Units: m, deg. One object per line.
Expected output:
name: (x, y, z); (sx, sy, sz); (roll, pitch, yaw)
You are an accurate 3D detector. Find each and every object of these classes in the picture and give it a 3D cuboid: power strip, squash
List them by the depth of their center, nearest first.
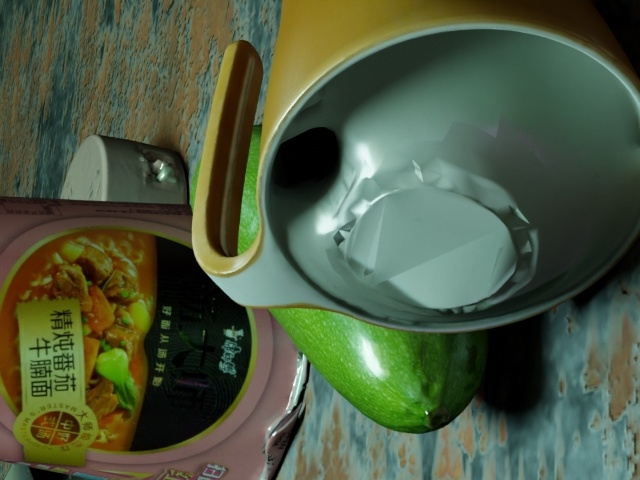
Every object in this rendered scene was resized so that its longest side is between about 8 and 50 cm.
squash: (0.000, 0.000, 0.983); (0.395, 0.107, 0.107); (-136, 59, -64)
power strip: (-0.171, -0.013, 1.423); (0.154, 0.078, 0.154); (-170, 90, -68)

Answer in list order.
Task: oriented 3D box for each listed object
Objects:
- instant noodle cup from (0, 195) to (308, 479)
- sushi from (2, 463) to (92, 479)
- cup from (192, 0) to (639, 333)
instant noodle cup: (-0.166, 0.067, 1.158); (0.244, 0.255, 0.244); (-30, 56, 59)
sushi: (-0.172, 0.301, 1.297); (0.134, 0.109, 0.273); (-54, 48, 39)
cup: (0.036, -0.081, 0.830); (0.226, 0.182, 0.264); (-27, 39, 17)
